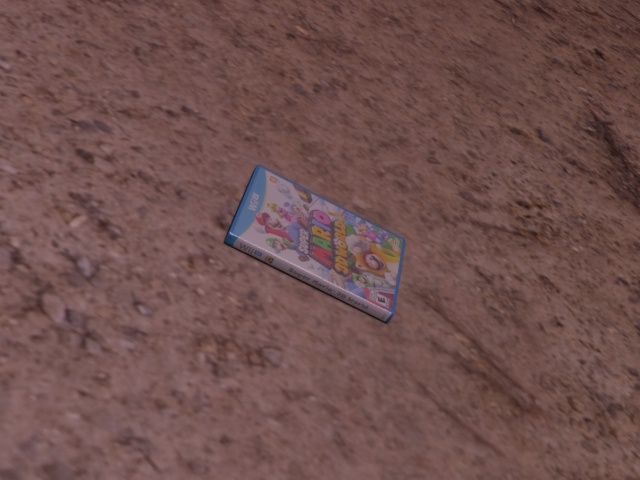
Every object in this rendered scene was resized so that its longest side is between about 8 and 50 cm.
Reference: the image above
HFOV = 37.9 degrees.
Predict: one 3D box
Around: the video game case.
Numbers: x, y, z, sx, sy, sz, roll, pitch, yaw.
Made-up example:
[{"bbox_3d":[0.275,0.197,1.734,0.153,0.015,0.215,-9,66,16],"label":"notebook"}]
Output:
[{"bbox_3d":[0.000,0.000,0.874,0.166,0.015,0.119,27,37,-8],"label":"video game case"}]
